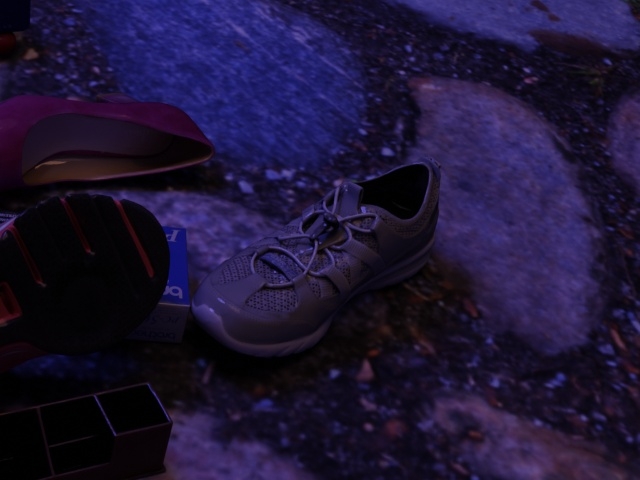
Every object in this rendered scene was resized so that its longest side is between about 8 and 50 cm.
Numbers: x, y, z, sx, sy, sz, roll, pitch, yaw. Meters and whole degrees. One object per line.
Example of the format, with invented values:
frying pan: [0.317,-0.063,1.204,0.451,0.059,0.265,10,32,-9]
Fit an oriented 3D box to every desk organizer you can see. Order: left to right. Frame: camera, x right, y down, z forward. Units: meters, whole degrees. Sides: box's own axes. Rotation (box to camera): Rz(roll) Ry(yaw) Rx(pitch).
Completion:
desk organizer: [-0.171,0.141,0.888,0.130,0.050,0.047,-10,44,-30]

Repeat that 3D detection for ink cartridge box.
ink cartridge box: [-0.211,0.026,1.024,0.207,0.046,0.097,6,39,-14]

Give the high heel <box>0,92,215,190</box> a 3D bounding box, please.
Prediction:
high heel: [-0.207,-0.075,1.129,0.117,0.082,0.244,26,24,28]

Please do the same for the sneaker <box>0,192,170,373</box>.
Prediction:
sneaker: [-0.253,0.046,0.908,0.314,0.116,0.136,-28,18,-36]

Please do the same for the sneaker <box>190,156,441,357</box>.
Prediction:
sneaker: [0.000,0.000,1.078,0.105,0.115,0.281,35,41,23]

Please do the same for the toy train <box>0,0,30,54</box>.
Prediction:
toy train: [-0.422,-0.243,1.252,0.248,0.105,0.143,-12,35,-33]
